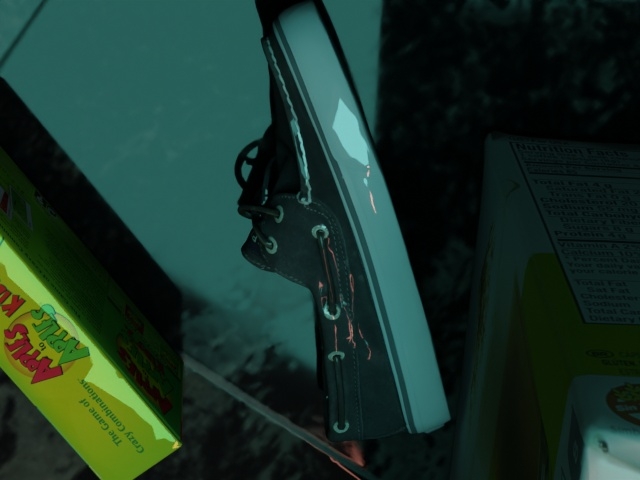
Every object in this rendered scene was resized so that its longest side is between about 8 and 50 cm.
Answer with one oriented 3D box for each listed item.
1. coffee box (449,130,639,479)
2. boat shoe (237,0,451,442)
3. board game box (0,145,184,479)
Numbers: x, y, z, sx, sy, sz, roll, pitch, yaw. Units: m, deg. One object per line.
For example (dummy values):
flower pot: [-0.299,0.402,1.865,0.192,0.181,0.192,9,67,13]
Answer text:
coffee box: [0.236,0.167,0.809,0.338,0.334,0.338,3,111,-4]
boat shoe: [0.000,0.000,0.871,0.076,0.080,0.229,-17,118,1]
board game box: [-0.136,0.023,0.856,0.043,0.092,0.181,-35,109,10]
